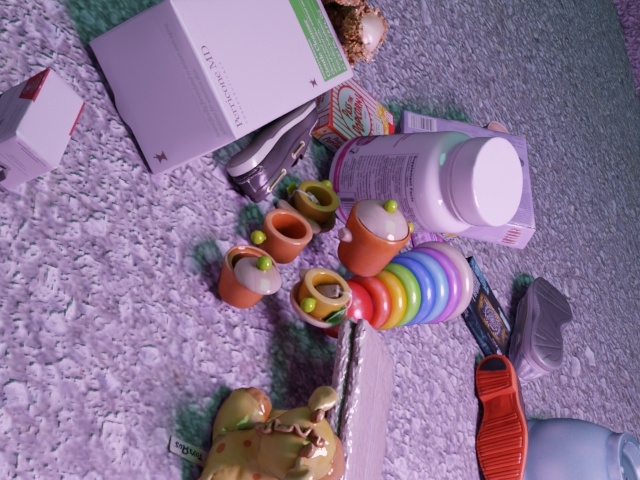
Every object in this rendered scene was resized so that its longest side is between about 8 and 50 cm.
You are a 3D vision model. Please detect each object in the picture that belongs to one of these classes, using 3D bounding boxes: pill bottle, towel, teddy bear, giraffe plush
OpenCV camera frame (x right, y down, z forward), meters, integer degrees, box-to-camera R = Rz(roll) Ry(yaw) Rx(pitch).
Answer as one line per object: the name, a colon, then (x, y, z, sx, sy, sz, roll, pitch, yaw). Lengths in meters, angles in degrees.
pill bottle: (0.164, -0.092, 1.451, 0.160, 0.283, 0.160, -4, 95, -46)
towel: (0.048, 0.259, 1.253, 0.187, 0.049, 0.282, 56, 39, -58)
teddy bear: (0.008, -0.390, 1.482, 0.338, 0.113, 0.245, 59, -4, 48)
giraffe plush: (-0.045, 0.250, 1.091, 0.210, 0.170, 0.181, 21, 56, -49)

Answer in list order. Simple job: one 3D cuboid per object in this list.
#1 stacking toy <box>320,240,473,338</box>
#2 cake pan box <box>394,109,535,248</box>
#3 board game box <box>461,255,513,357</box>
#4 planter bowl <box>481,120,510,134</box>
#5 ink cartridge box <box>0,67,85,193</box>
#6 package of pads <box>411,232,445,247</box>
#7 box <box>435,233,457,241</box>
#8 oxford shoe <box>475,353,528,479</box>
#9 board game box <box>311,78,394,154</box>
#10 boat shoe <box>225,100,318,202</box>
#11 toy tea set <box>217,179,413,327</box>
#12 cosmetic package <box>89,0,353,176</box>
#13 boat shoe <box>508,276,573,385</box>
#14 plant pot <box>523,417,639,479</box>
stacking toy: (0.111, 0.091, 1.454, 0.330, 0.141, 0.141, -13, 84, -53)
cake pan box: (0.258, -0.117, 1.693, 0.267, 0.070, 0.246, 11, 47, -9)
board game box: (0.321, 0.139, 1.816, 0.186, 0.026, 0.126, 59, 34, -15)
planter bowl: (0.349, -0.159, 1.945, 0.162, 0.109, 0.162, 32, 47, -43)
ink cartridge box: (-0.316, -0.103, 0.928, 0.056, 0.135, 0.099, 46, 40, -36)
package of pads: (0.204, 0.001, 1.717, 0.083, 0.032, 0.050, 12, 62, -53)
box: (0.230, -0.084, 1.750, 0.059, 0.054, 0.169, 29, 39, -39)
oxford shoe: (0.348, 0.347, 1.682, 0.098, 0.097, 0.271, 45, 40, -42)
board game box: (0.059, -0.204, 1.608, 0.193, 0.045, 0.147, 34, 47, -42)
boat shoe: (-0.061, -0.137, 1.372, 0.069, 0.081, 0.228, 60, 41, -19)
toy tea set: (0.000, 0.000, 1.278, 0.200, 0.124, 0.336, 34, 37, 6)
cosmetic package: (-0.122, -0.249, 1.274, 0.197, 0.155, 0.365, 64, 32, -12)
boat shoe: (0.457, 0.187, 1.939, 0.118, 0.103, 0.320, 40, 33, -8)
plant pot: (0.525, 0.475, 1.771, 0.293, 0.196, 0.293, 33, 47, -43)
